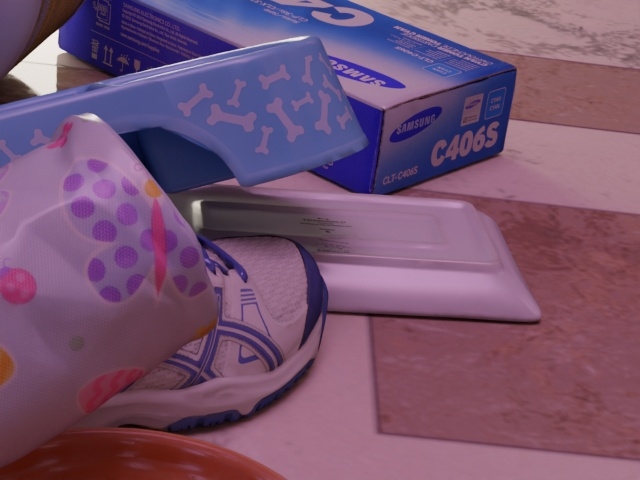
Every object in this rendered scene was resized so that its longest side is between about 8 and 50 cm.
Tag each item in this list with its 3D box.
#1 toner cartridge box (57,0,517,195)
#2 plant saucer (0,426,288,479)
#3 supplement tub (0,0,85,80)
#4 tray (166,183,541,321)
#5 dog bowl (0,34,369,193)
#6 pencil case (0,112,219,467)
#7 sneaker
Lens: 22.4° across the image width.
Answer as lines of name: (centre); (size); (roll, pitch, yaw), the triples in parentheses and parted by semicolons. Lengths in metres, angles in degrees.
toner cartridge box: (-0.034, -0.145, 1.280); (0.347, 0.075, 0.165); (27, 32, 34)
plant saucer: (-0.087, 0.149, 0.699); (0.199, 0.037, 0.200); (6, 26, -3)
supplement tub: (-0.289, -0.213, 1.121); (0.241, 0.241, 0.331); (9, 19, 1)
tray: (0.000, 0.000, 1.043); (0.270, 0.030, 0.145); (3, 27, -10)
dog bowl: (-0.122, -0.058, 0.961); (0.297, 0.074, 0.166); (-15, 9, -11)
pencil case: (-0.173, 0.059, 0.661); (0.273, 0.113, 0.124); (-34, 14, -17)
sneaker: (-0.098, 0.028, 0.840); (0.111, 0.131, 0.296); (25, 29, 34)
